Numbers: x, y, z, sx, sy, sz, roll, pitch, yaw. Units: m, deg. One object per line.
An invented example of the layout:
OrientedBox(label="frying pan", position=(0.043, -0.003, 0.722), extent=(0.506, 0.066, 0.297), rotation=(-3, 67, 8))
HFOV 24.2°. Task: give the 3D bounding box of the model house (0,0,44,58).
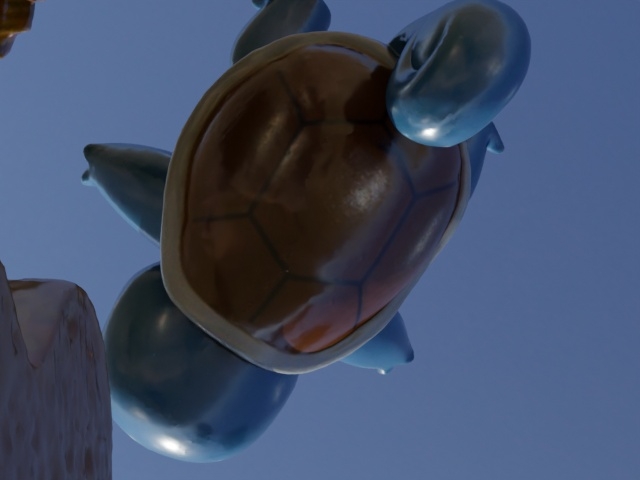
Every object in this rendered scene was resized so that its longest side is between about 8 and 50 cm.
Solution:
OrientedBox(label="model house", position=(-0.250, -0.224, 0.920), extent=(0.199, 0.220, 0.229), rotation=(-58, -151, 16))

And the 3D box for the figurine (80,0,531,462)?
OrientedBox(label="figurine", position=(0.003, -0.026, 1.070), extent=(0.416, 0.298, 0.243), rotation=(-49, -158, 24))

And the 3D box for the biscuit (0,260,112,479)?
OrientedBox(label="biscuit", position=(-0.096, 0.134, 0.347), extent=(0.052, 0.355, 0.275), rotation=(-4, -73, 4))
